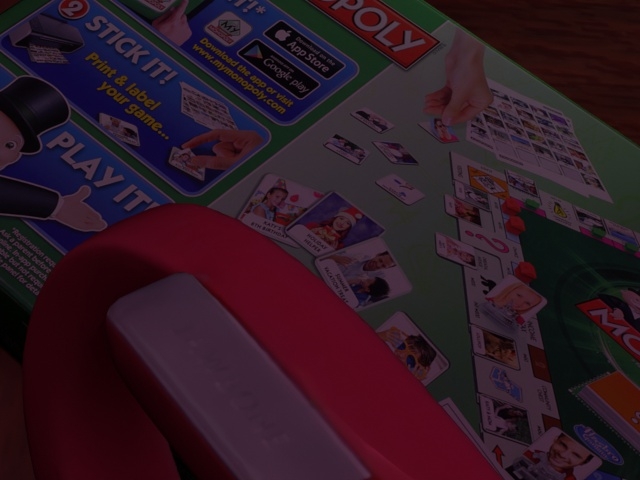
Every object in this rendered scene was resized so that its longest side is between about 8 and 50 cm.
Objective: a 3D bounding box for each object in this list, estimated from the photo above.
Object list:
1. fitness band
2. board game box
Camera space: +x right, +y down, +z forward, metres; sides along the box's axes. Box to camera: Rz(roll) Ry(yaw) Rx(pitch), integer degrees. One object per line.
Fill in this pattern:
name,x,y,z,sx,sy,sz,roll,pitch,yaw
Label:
fitness band,0.005,0.118,0.486,0.054,0.209,0.291,-26,58,-24
board game box,0.000,0.000,0.681,0.317,0.046,0.213,38,59,25
